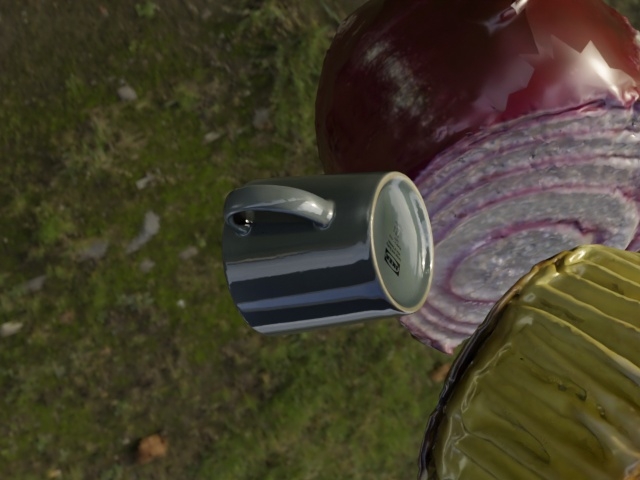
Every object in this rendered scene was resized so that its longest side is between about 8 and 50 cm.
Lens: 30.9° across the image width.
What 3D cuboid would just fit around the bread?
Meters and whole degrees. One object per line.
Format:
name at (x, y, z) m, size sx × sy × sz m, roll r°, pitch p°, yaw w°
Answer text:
bread at (0.128, 0.082, 0.436) m, size 0.190 × 0.114 × 0.132 m, roll 23°, pitch 97°, yaw -48°

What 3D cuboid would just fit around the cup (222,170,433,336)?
cup at (0.000, 0.000, 0.544) m, size 0.077 × 0.078 × 0.100 m, roll -7°, pitch 154°, yaw 30°

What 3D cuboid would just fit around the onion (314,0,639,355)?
onion at (0.091, -0.079, 0.719) m, size 0.216 × 0.207 × 0.206 m, roll -31°, pitch 133°, yaw 6°
